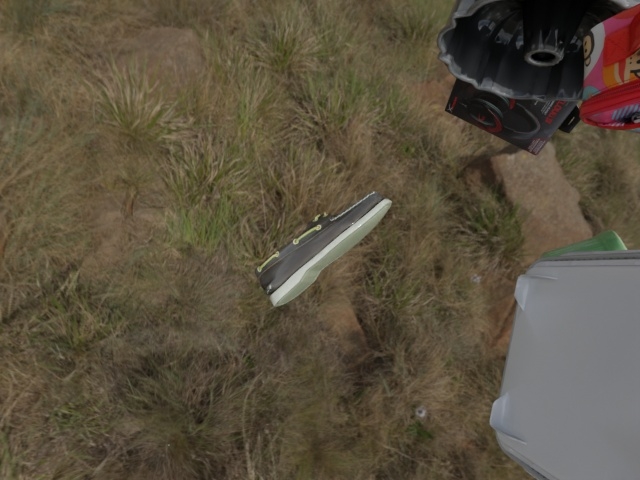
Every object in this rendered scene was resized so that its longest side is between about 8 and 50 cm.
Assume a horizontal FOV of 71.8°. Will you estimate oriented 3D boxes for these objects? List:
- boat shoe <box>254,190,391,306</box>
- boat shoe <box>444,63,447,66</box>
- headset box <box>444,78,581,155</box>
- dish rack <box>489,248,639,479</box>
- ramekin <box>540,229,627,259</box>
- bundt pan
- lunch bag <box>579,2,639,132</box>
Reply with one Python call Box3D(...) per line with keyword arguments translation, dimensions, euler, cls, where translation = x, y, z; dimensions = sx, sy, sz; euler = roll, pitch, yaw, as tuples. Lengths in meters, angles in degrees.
Box3D(translation=(0.000, 0.000, 0.641), dimensions=(0.227, 0.081, 0.069), euler=(-41, 73, 8), cls="boat shoe")
Box3D(translation=(0.467, -0.464, 1.165), dimensions=(0.104, 0.307, 0.111), euler=(2, 101, -44), cls="boat shoe")
Box3D(translation=(0.472, -0.348, 1.047), dimensions=(0.293, 0.218, 0.110), euler=(32, 71, 12), cls="headset box")
Box3D(translation=(0.286, 0.138, 0.447), dimensions=(0.072, 0.333, 0.286), euler=(16, 84, -9), cls="dish rack")
Box3D(translation=(0.588, 0.141, 0.954), dimensions=(0.303, 0.148, 0.303), euler=(44, 38, -48), cls="ramekin")
Box3D(translation=(0.357, -0.338, 0.681), dimensions=(0.330, 0.331, 0.124), euler=(15, 89, -12), cls="bundt pan")
Box3D(translation=(0.385, -0.164, 0.360), dimensions=(0.258, 0.293, 0.120), euler=(4, 90, -20), cls="lunch bag")
